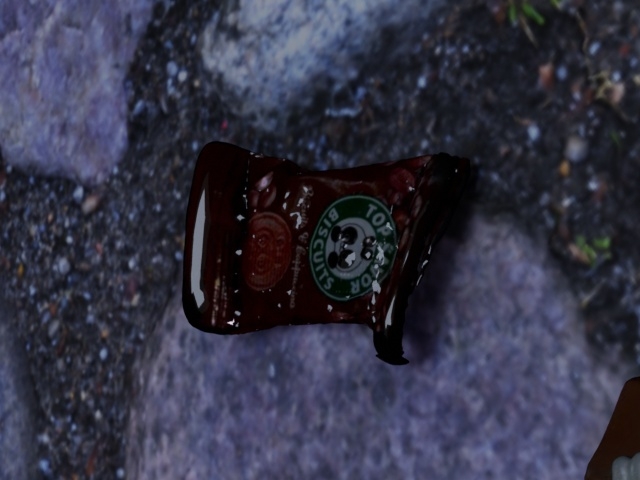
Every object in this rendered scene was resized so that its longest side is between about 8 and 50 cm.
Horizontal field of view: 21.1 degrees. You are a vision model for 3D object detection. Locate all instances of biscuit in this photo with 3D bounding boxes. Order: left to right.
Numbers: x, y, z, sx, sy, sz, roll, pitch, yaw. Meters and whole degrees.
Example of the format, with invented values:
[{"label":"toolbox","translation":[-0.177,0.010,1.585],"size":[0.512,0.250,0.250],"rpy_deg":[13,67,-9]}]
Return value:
[{"label":"biscuit","translation":[-0.002,0.006,1.246],"size":[0.235,0.063,0.151],"rpy_deg":[4,84,41]}]

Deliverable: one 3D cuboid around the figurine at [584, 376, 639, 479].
[{"label":"figurine","translation":[0.245,0.199,0.889],"size":[0.283,0.204,0.338],"rpy_deg":[35,120,16]}]
